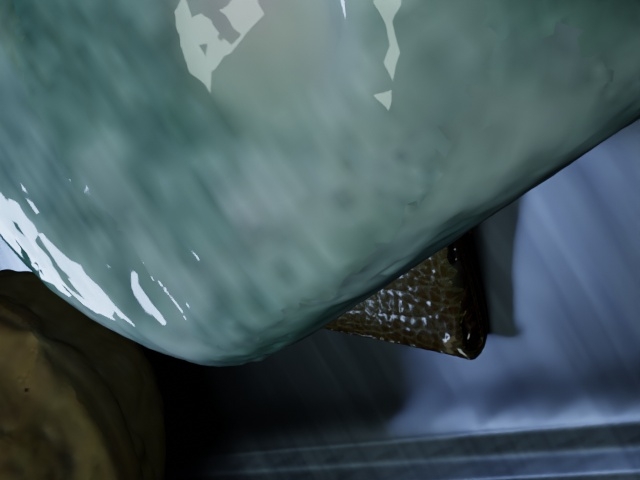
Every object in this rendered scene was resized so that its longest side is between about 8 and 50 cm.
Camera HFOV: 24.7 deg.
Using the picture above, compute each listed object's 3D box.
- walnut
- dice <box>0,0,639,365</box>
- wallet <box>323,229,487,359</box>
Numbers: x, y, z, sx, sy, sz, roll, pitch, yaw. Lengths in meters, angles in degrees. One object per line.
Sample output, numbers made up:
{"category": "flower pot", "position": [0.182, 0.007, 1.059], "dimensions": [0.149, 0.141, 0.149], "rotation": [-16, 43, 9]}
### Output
{"category": "walnut", "position": [-0.265, 0.178, 1.124], "dimensions": [0.306, 0.306, 0.344], "rotation": [45, 134, 16]}
{"category": "dice", "position": [0.003, -0.165, 0.679], "dimensions": [0.330, 0.328, 0.348], "rotation": [-35, 85, 46]}
{"category": "wallet", "position": [0.000, 0.000, 0.980], "dimensions": [0.243, 0.039, 0.133], "rotation": [8, 122, 40]}
